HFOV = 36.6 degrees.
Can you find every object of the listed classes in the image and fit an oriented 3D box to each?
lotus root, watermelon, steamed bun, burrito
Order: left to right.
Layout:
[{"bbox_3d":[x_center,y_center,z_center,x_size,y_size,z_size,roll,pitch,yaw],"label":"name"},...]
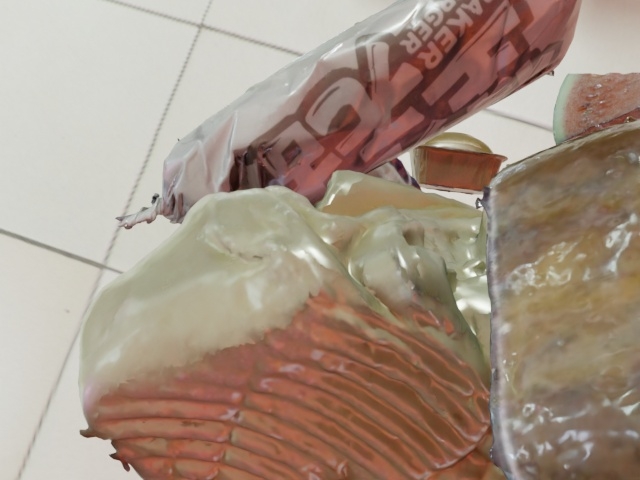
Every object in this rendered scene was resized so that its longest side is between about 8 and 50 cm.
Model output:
[{"bbox_3d":[0.032,-0.115,0.816,0.445,0.139,0.101,-31,54,-8],"label":"burrito"},{"bbox_3d":[0.034,0.080,0.586,0.320,0.206,0.275,41,116,-19],"label":"steamed bun"},{"bbox_3d":[0.505,-0.149,1.507,0.318,0.226,0.148,29,73,10],"label":"watermelon"},{"bbox_3d":[0.192,0.056,0.364,0.192,0.272,0.272,-30,71,40],"label":"lotus root"}]

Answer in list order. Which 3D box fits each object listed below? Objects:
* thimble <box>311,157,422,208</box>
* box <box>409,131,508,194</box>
[{"bbox_3d":[0.000,0.000,1.010,0.150,0.237,0.237,-23,70,44],"label":"thimble"},{"bbox_3d":[0.236,-0.137,1.696,0.177,0.111,0.111,6,77,1],"label":"box"}]
